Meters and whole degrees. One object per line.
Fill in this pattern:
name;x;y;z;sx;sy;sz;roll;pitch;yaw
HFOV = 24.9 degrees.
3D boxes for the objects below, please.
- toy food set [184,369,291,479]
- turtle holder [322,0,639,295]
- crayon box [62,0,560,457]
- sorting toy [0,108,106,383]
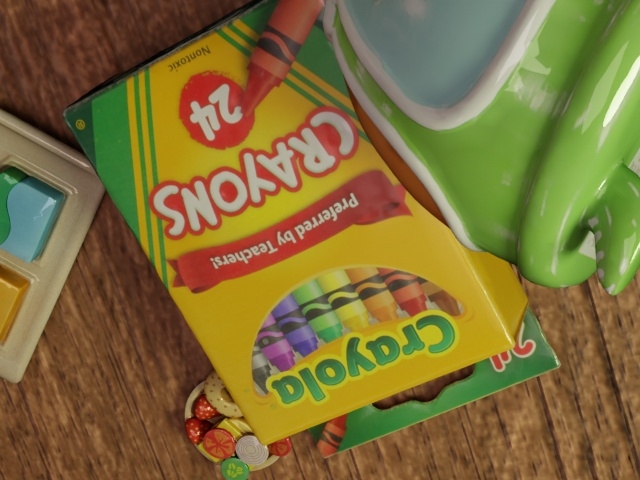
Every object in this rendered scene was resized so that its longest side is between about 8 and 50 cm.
toy food set;-0.061;0.136;1.064;0.082;0.020;0.083;41;116;-3
turtle holder;0.140;-0.142;0.776;0.227;0.243;0.320;32;126;20
crayon box;0.000;0.000;0.959;0.202;0.081;0.318;-25;103;23
sorting toy;-0.273;-0.012;1.056;0.193;0.038;0.208;29;116;3
